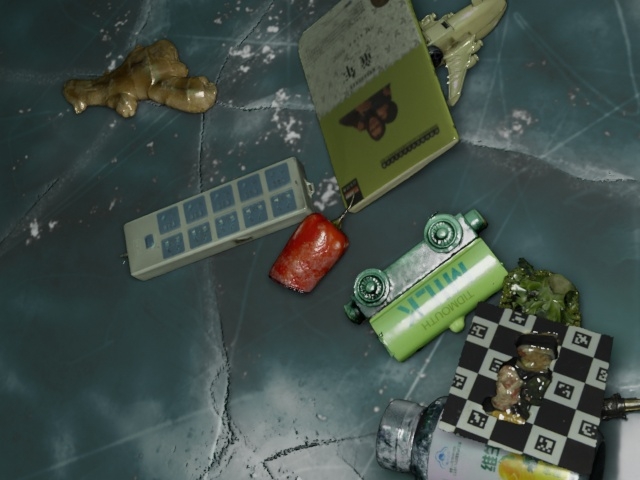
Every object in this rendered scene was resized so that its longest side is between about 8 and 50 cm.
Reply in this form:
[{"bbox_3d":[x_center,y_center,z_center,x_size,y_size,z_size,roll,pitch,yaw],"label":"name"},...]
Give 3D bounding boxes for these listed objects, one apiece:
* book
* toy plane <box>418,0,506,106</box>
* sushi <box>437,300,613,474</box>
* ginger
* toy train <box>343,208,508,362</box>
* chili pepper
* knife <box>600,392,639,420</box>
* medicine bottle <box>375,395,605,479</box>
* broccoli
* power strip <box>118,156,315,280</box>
[{"bbox_3d":[0.083,-0.251,1.609,0.239,0.035,0.352,-34,60,36],"label":"book"},{"bbox_3d":[0.195,-0.318,1.612,0.244,0.092,0.229,-40,48,8],"label":"toy plane"},{"bbox_3d":[0.271,0.198,1.305,0.192,0.050,0.215,15,52,13],"label":"sushi"},{"bbox_3d":[-0.340,-0.287,1.828,0.334,0.081,0.148,-6,86,21],"label":"ginger"},{"bbox_3d":[0.163,0.071,1.491,0.253,0.105,0.157,-37,77,6],"label":"toy train"},{"bbox_3d":[0.000,0.000,1.583,0.086,0.084,0.192,36,93,12],"label":"chili pepper"},{"bbox_3d":[0.389,0.232,1.377,0.222,0.021,0.045,-23,71,18],"label":"knife"},{"bbox_3d":[0.226,0.294,1.354,0.293,0.141,0.141,9,76,26],"label":"medicine bottle"},{"bbox_3d":[0.310,0.092,1.404,0.130,0.120,0.131,39,57,8],"label":"broccoli"},{"bbox_3d":[-0.182,-0.031,1.689,0.367,0.043,0.106,-21,65,14],"label":"power strip"}]
